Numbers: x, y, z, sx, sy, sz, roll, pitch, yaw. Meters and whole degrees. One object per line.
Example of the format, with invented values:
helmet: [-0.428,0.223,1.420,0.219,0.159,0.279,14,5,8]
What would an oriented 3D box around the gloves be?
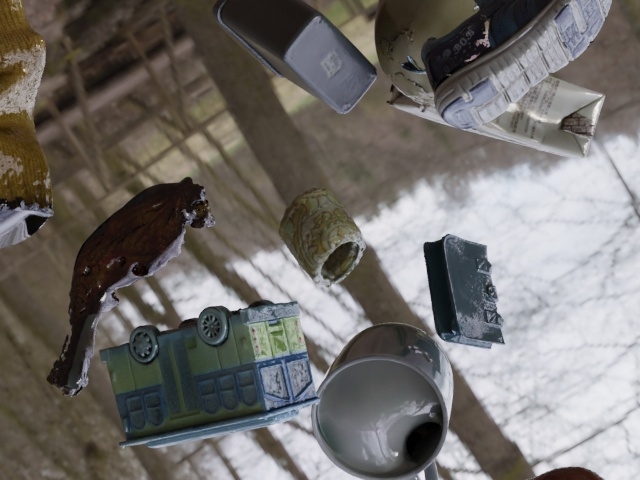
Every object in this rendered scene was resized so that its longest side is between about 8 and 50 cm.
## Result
gloves: [-0.415,-0.164,1.348,0.203,0.356,0.155,-4,171,-46]

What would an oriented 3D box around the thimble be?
thimble: [0.000,0.000,2.382,0.137,0.143,0.190,-23,150,-28]

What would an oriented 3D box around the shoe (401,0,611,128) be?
shoe: [0.174,-0.196,1.064,0.207,0.106,0.091,-35,154,9]

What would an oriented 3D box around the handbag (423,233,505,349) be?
handbag: [0.306,0.107,2.439,0.179,0.229,0.062,13,151,-39]

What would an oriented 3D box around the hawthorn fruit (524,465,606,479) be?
hawthorn fruit: [0.441,0.589,2.085,0.284,0.285,0.369,-27,-154,35]

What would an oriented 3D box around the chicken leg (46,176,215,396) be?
chicken leg: [-0.205,0.038,1.187,0.253,0.106,0.051,-57,147,-8]

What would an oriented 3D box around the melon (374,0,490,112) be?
melon: [0.193,-0.323,1.573,0.223,0.223,0.317,-164,-83,-80]

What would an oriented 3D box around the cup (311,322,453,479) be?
cup: [0.155,0.348,2.322,0.259,0.357,0.274,-23,-171,15]

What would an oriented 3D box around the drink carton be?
drink carton: [0.300,-0.248,2.051,0.194,0.324,0.132,-141,-113,-75]

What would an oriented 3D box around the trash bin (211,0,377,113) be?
trash bin: [-0.043,-0.287,1.653,0.101,0.176,0.236,-49,-136,0]

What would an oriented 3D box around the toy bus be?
toy bus: [-0.174,0.205,1.799,0.312,0.190,0.152,-16,174,33]
